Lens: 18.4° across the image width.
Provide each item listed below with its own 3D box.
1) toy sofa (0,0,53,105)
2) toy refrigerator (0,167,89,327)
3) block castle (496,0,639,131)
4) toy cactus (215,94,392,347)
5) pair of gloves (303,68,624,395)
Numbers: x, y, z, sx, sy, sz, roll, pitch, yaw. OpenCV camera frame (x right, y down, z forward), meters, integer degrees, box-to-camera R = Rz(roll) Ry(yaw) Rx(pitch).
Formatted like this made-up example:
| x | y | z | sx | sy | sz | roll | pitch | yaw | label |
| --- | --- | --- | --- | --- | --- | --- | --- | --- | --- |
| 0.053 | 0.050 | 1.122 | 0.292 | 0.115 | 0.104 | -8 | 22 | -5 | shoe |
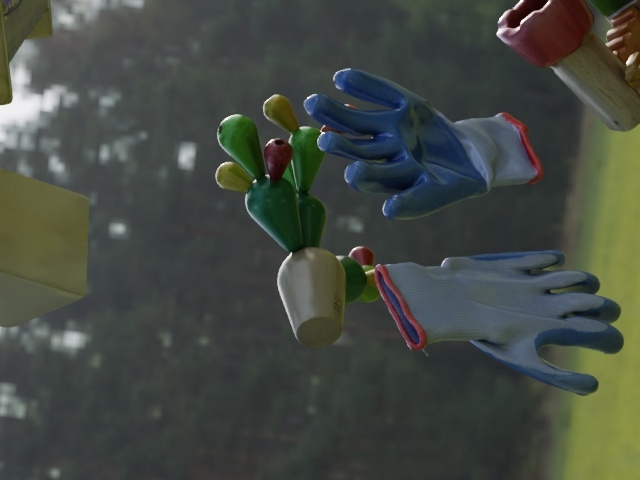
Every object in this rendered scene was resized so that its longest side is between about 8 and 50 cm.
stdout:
| x | y | z | sx | sy | sz | roll | pitch | yaw | label |
| --- | --- | --- | --- | --- | --- | --- | --- | --- | --- |
| -0.311 | -0.219 | 1.595 | 0.362 | 0.150 | 0.177 | -97 | 3 | -75 | toy sofa |
| -0.309 | -0.019 | 1.466 | 0.269 | 0.102 | 0.094 | 19 | -120 | -40 | toy refrigerator |
| 0.353 | -0.344 | 1.907 | 0.303 | 0.213 | 0.453 | -33 | 20 | 38 | block castle |
| 0.000 | 0.000 | 1.451 | 0.219 | 0.112 | 0.180 | 63 | -166 | -45 | toy cactus |
| 0.077 | -0.007 | 0.996 | 0.023 | 0.159 | 0.198 | -48 | 55 | 37 | pair of gloves |
